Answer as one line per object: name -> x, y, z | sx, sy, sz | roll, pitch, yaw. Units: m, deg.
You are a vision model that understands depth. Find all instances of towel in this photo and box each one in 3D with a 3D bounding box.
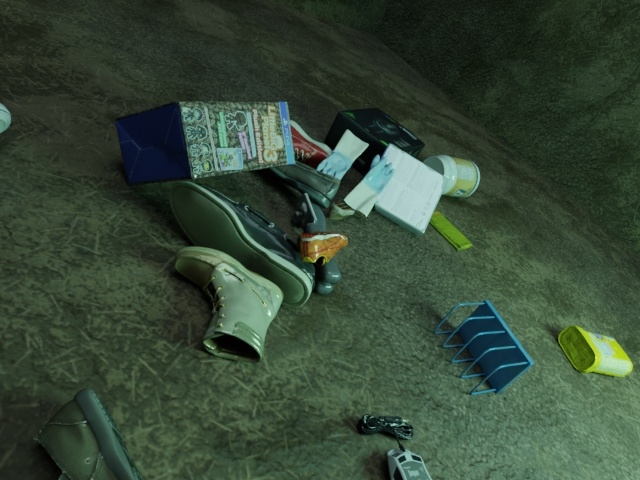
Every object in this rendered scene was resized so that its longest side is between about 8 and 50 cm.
towel -> 0.399, -0.061, 1.504 | 0.102, 0.021, 0.237 | -11, 52, -44

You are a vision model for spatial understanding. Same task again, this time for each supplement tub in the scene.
supplement tub -> 0.471, -0.235, 1.671 | 0.199, 0.144, 0.144 | 1, 44, -36

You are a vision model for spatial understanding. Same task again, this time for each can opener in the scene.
can opener -> 0.000, 0.000, 1.066 | 0.095, 0.076, 0.284 | 8, 41, -30

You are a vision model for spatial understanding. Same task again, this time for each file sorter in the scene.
file sorter -> 0.347, 0.233, 1.001 | 0.104, 0.118, 0.170 | 4, 42, -30

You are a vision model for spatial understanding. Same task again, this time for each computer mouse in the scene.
computer mouse -> 0.134, 0.371, 0.728 | 0.106, 0.042, 0.193 | 16, 31, -30

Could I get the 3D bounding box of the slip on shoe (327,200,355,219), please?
slip on shoe -> 0.055, -0.077, 1.241 | 0.051, 0.041, 0.135 | 38, 16, 11

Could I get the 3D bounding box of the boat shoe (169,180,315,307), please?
boat shoe -> -0.145, -0.009, 0.920 | 0.340, 0.127, 0.113 | 35, 33, 2

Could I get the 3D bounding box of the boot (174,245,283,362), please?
boot -> -0.177, 0.108, 0.790 | 0.213, 0.077, 0.165 | 29, 36, -9

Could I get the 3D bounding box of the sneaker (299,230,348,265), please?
sneaker -> 0.004, 0.015, 0.944 | 0.064, 0.068, 0.175 | 5, 6, 29

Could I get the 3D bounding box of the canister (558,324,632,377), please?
canister -> 0.765, 0.312, 1.266 | 0.169, 0.073, 0.126 | 16, 37, -24

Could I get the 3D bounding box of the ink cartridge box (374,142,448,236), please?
ink cartridge box -> 0.256, -0.158, 1.399 | 0.223, 0.045, 0.223 | 32, 66, -3

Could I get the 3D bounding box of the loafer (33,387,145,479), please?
loafer -> -0.246, 0.288, 0.510 | 0.087, 0.094, 0.251 | -30, 54, -26

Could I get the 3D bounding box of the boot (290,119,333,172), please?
boot -> -0.070, -0.242, 1.325 | 0.244, 0.088, 0.176 | 40, 43, 10

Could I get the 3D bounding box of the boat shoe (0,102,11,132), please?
boat shoe -> -0.648, -0.168, 0.775 | 0.084, 0.095, 0.258 | 42, 45, 8

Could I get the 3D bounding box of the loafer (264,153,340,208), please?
loafer -> -0.067, -0.184, 1.204 | 0.267, 0.084, 0.096 | 35, -4, 17

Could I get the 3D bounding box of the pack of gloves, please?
pack of gloves -> 0.110, -0.209, 1.311 | 0.195, 0.046, 0.232 | 36, 57, -3

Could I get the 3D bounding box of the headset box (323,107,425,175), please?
headset box -> 0.187, -0.341, 1.598 | 0.246, 0.131, 0.283 | 43, 36, 18

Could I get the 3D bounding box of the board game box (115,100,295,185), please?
board game box -> -0.241, -0.212, 0.988 | 0.232, 0.141, 0.291 | 2, 14, 38
